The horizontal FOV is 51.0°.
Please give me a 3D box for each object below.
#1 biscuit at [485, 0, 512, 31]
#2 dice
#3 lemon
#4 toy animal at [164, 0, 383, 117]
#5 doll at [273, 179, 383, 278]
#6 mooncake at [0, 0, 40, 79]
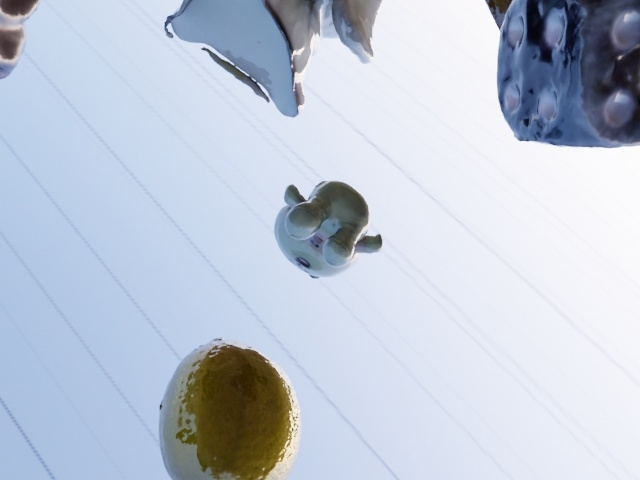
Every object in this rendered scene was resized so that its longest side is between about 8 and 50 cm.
[{"bbox_3d":[0.282,-0.337,0.997,0.273,0.049,0.257,54,-156,-28],"label":"biscuit"},{"bbox_3d":[0.319,-0.203,0.764,0.181,0.183,0.182,-6,-161,-15],"label":"dice"},{"bbox_3d":[-0.144,0.295,1.081,0.236,0.236,0.263,-7,-87,-46],"label":"lemon"},{"bbox_3d":[-0.042,-0.320,0.838,0.249,0.174,0.289,20,-122,-14],"label":"toy animal"},{"bbox_3d":[0.007,-0.011,0.959,0.155,0.113,0.275,31,168,0],"label":"doll"},{"bbox_3d":[-0.494,-0.329,0.878,0.141,0.283,0.283,16,-152,18],"label":"mooncake"}]
